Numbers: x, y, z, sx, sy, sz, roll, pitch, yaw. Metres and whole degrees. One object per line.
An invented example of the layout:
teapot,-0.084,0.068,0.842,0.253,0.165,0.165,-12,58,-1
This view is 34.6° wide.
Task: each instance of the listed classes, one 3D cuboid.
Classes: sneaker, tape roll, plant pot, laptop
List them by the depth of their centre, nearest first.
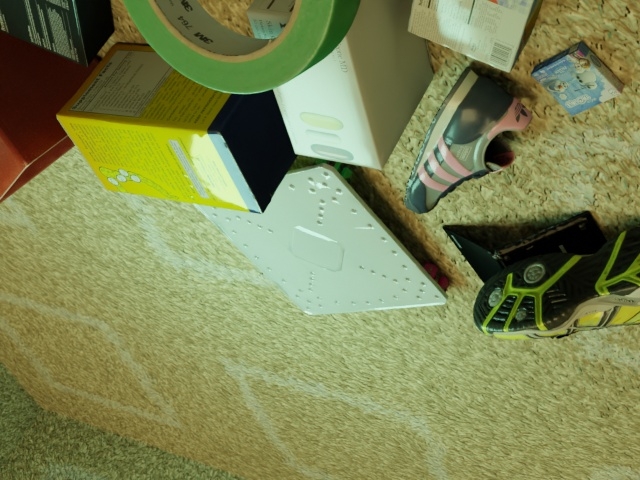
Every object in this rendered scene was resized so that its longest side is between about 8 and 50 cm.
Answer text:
tape roll,-0.105,-0.338,1.223,0.321,0.077,0.321,16,124,24
sneaker,0.218,-0.120,1.562,0.131,0.112,0.319,29,151,7
sneaker,0.422,0.096,1.612,0.384,0.145,0.147,-16,138,33
laptop,0.381,0.043,1.762,0.264,0.137,0.234,-25,124,25
plant pot,-0.559,-0.259,1.905,0.236,0.267,0.267,50,146,-8

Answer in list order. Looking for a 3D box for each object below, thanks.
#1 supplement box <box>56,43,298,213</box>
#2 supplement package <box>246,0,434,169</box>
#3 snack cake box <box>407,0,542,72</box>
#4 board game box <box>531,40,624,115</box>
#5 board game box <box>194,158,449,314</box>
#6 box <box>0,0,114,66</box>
supplement box,-0.231,-0.196,1.751,0.356,0.194,0.195,10,144,31
supplement package,0.038,-0.265,1.410,0.145,0.204,0.262,12,145,27
snack cake box,0.207,-0.347,1.259,0.152,0.089,0.264,26,149,11
board game box,0.349,-0.218,1.395,0.090,0.020,0.090,39,148,-18
board game box,0.000,0.000,1.966,0.390,0.050,0.390,-9,134,45
box,-0.452,-0.433,1.682,0.184,0.103,0.261,21,149,8
